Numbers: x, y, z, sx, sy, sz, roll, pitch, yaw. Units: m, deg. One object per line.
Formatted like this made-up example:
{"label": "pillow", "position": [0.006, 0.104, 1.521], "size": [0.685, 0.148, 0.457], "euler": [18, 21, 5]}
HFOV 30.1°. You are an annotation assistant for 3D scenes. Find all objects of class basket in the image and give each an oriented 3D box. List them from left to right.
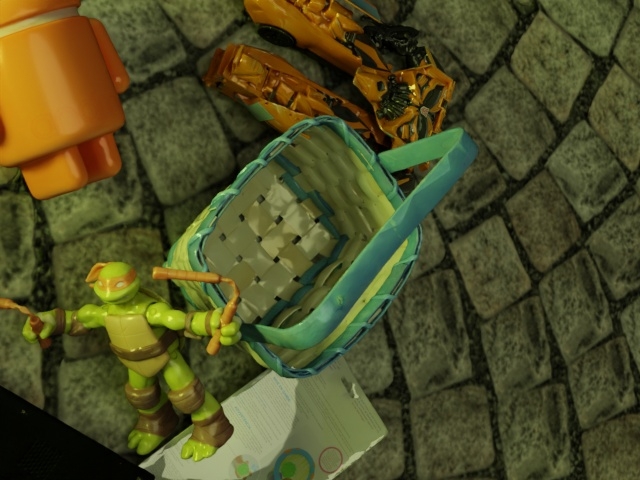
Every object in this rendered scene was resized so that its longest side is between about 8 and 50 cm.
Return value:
{"label": "basket", "position": [0.000, 0.000, 1.130], "size": [0.201, 0.289, 0.255], "euler": [49, 67, -13]}

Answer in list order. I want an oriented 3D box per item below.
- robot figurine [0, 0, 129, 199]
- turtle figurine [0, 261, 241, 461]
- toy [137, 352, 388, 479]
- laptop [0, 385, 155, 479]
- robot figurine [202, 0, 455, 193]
{"label": "robot figurine", "position": [-0.258, -0.151, 1.085], "size": [0.158, 0.128, 0.219], "euler": [-22, 99, -9]}
{"label": "turtle figurine", "position": [-0.172, 0.099, 1.101], "size": [0.087, 0.269, 0.217], "euler": [-66, 146, -53]}
{"label": "toy", "position": [-0.061, 0.210, 1.213], "size": [0.237, 0.056, 0.137], "euler": [-36, 104, -22]}
{"label": "laptop", "position": [-0.303, 0.369, 1.027], "size": [0.408, 0.236, 0.382], "euler": [30, 53, 3]}
{"label": "robot figurine", "position": [0.026, -0.169, 1.280], "size": [0.291, 0.085, 0.211], "euler": [26, 74, -27]}
